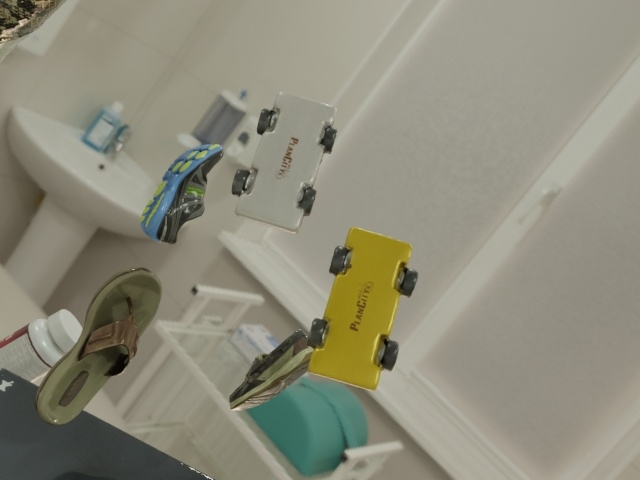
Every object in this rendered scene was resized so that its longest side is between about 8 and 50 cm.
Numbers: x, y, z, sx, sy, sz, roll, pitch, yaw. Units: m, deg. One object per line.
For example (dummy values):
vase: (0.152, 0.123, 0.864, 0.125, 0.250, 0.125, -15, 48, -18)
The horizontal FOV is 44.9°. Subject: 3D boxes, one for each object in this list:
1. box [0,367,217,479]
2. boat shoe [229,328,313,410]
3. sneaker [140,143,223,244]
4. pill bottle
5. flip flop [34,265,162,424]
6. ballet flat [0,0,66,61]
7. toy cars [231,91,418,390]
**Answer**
box: (-0.458, 0.557, 1.325, 0.479, 0.472, 0.297, 23, 32, 13)
boat shoe: (-0.092, 0.241, 1.435, 0.080, 0.223, 0.073, 7, 51, -52)
sneaker: (-0.214, -0.076, 1.240, 0.067, 0.188, 0.078, 11, -25, 48)
pill bottle: (-0.649, 0.252, 1.743, 0.121, 0.221, 0.121, 59, 1, -2)
flip flop: (-0.327, 0.167, 1.180, 0.080, 0.277, 0.112, 27, -11, 45)
ballet flat: (-0.465, -0.283, 0.887, 0.482, 0.182, 0.164, 15, 37, 14)
toy cars: (0.000, 0.000, 0.944, 0.087, 0.176, 0.394, 105, -39, -64)
